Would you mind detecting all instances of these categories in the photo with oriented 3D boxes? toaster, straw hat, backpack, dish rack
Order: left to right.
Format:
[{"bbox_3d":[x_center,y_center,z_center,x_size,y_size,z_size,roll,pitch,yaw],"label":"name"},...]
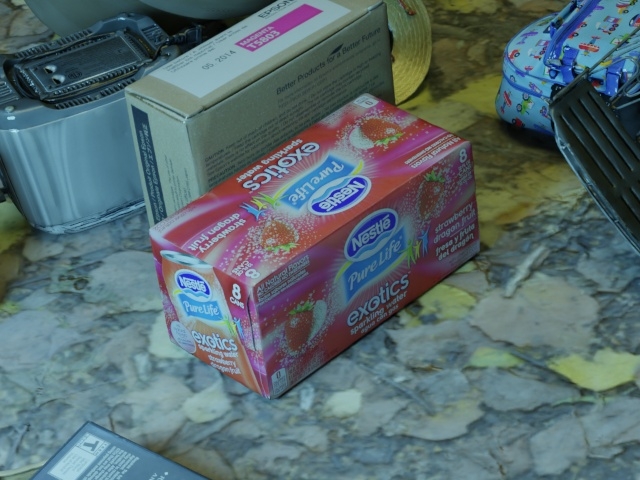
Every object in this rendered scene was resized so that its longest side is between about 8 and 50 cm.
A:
[{"bbox_3d":[-0.202,-0.106,1.805,0.227,0.146,0.129,-22,39,-18],"label":"toaster"},{"bbox_3d":[0.039,-0.189,1.941,0.144,0.144,0.061,-19,-4,-15],"label":"straw hat"},{"bbox_3d":[0.246,-0.161,1.821,0.173,0.117,0.158,19,47,37],"label":"backpack"},{"bbox_3d":[0.319,-0.104,1.674,0.271,0.208,0.074,-40,2,-36],"label":"dish rack"}]

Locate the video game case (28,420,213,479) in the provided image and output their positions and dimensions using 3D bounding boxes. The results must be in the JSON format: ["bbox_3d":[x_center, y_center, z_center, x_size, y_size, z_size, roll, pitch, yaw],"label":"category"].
[{"bbox_3d":[-0.118,0.243,1.382,0.274,0.026,0.196,22,50,28],"label":"video game case"}]

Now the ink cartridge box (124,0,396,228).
[{"bbox_3d":[-0.044,-0.089,1.712,0.234,0.193,0.088,-33,43,-31],"label":"ink cartridge box"}]

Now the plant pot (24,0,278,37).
[{"bbox_3d":[-0.168,-0.324,1.951,0.323,0.280,0.323,11,64,-25],"label":"plant pot"}]

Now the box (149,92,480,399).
[{"bbox_3d":[0.000,0.000,1.639,0.257,0.123,0.128,-33,44,-31],"label":"box"}]

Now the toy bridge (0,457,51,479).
[{"bbox_3d":[-0.166,0.186,1.496,0.188,0.026,0.063,1,36,10],"label":"toy bridge"}]
